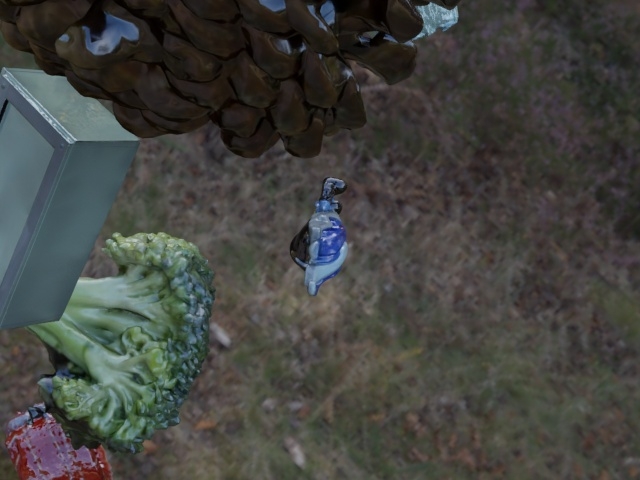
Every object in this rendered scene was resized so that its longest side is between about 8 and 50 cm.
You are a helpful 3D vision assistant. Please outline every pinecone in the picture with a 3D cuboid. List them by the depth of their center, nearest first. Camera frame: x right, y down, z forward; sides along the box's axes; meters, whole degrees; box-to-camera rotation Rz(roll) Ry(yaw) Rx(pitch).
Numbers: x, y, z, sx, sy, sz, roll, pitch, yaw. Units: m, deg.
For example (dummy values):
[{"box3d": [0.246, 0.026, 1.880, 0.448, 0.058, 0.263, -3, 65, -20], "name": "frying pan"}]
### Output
[{"box3d": [-0.067, -0.254, 0.817, 0.398, 0.397, 0.397, 28, 32, -20], "name": "pinecone"}]

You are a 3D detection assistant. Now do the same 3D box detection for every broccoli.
[{"box3d": [-0.296, 0.131, 1.511, 0.281, 0.347, 0.293, 25, 40, -7], "name": "broccoli"}]

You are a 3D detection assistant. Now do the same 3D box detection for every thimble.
[{"box3d": [-0.409, 0.343, 1.731, 0.125, 0.189, 0.163, -22, 55, -9], "name": "thimble"}]

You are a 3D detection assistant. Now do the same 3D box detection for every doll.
[{"box3d": [0.000, 0.000, 1.337, 0.070, 0.096, 0.195, 7, 39, 5], "name": "doll"}]

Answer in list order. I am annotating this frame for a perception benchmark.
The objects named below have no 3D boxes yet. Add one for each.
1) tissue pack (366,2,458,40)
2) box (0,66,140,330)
[{"box3d": [0.059, -0.500, 1.736, 0.388, 0.162, 0.287, -124, -167, -57], "name": "tissue pack"}, {"box3d": [-0.288, -0.040, 1.085, 0.129, 0.225, 0.086, 42, 27, 27], "name": "box"}]
